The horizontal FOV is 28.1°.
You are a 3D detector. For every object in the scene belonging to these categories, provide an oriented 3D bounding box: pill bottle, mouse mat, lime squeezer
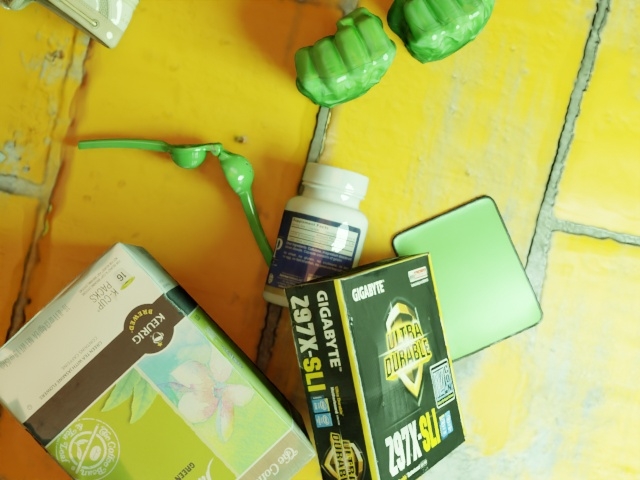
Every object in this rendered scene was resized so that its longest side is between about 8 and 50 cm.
[{"bbox_3d":[0.000,0.000,1.641,0.112,0.112,0.187,15,88,-3],"label":"pill bottle"},{"bbox_3d":[0.197,0.052,1.704,0.152,0.007,0.190,-23,92,-3],"label":"mouse mat"},{"bbox_3d":[-0.159,-0.085,1.671,0.310,0.059,0.110,32,118,-4],"label":"lime squeezer"}]

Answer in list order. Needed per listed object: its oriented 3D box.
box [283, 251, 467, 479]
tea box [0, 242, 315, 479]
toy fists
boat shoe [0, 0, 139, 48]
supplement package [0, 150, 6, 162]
[{"bbox_3d":[0.075,0.157,1.543,0.079,0.322,0.257,-9,90,23],"label":"box"},{"bbox_3d":[-0.194,0.189,1.519,0.220,0.329,0.323,-44,91,-3],"label":"tea box"},{"bbox_3d":[0.094,-0.260,1.634,0.279,0.142,0.096,-24,91,-4],"label":"toy fists"},{"bbox_3d":[-0.382,-0.343,1.628,0.302,0.109,0.098,25,87,-8],"label":"boat shoe"},{"bbox_3d":[-0.521,-0.112,1.521,0.175,0.293,0.177,44,88,-1],"label":"supplement package"}]
